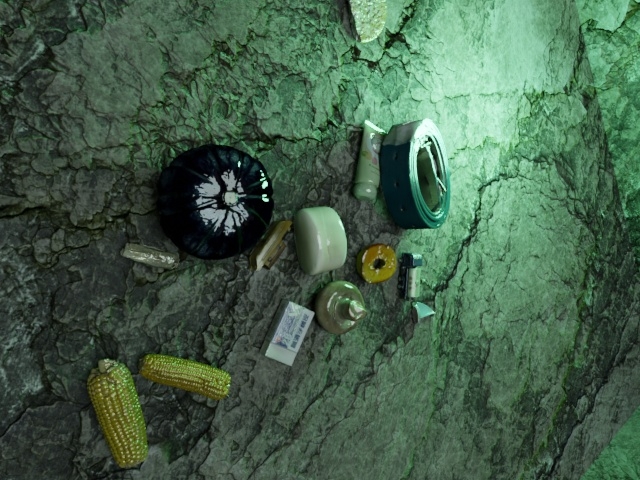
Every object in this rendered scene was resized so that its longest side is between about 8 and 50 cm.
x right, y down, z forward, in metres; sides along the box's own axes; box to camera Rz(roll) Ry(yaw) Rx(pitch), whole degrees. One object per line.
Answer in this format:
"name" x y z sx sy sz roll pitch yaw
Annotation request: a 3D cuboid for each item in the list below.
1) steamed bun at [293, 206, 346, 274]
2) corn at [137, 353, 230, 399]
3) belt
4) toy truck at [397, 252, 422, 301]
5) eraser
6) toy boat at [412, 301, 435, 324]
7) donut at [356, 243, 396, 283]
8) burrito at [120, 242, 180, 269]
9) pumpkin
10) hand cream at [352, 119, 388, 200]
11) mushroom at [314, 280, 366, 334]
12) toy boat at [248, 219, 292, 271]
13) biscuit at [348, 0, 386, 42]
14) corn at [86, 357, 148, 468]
"steamed bun" 0.000 0.000 1.841 0.146 0.164 0.242 -12 99 -29
"corn" -0.427 0.429 1.634 0.313 0.102 0.102 27 78 -30
"belt" 0.381 -0.256 2.031 0.300 0.173 0.437 -24 104 -46
"toy truck" 0.372 0.151 2.120 0.074 0.088 0.202 3 90 -30
"eraser" -0.119 0.329 1.839 0.124 0.068 0.210 30 77 -30
"toy boat" 0.445 0.305 2.211 0.122 0.034 0.096 -12 99 -39
"donut" 0.218 0.089 2.039 0.178 0.065 0.162 2 96 -33
"burrito" -0.522 0.049 1.592 0.188 0.045 0.058 20 107 -33
"pumpkin" -0.324 -0.118 1.579 0.363 0.266 0.364 -1 93 -27
"hand cream" 0.196 -0.306 2.002 0.147 0.093 0.306 22 72 -35
"mushroom" 0.085 0.250 1.884 0.204 0.204 0.204 -2 93 -32
"toy boat" -0.170 0.020 1.797 0.088 0.068 0.226 47 66 -30
"biscuit" 0.176 -0.888 1.981 0.188 0.040 0.266 24 79 -31
"corn" -0.597 0.509 1.517 0.130 0.130 0.347 -17 102 -30
